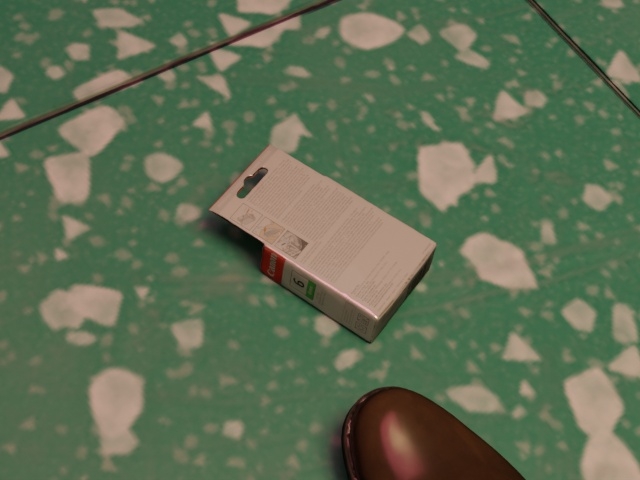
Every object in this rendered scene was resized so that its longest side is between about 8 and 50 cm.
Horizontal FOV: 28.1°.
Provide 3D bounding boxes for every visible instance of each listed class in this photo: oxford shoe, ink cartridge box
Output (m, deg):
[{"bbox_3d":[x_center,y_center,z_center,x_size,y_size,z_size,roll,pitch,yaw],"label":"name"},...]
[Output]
[{"bbox_3d":[0.093,0.147,0.594,0.083,0.096,0.227,-30,64,-23],"label":"oxford shoe"},{"bbox_3d":[0.000,0.000,0.718,0.115,0.029,0.063,32,58,14],"label":"ink cartridge box"}]
